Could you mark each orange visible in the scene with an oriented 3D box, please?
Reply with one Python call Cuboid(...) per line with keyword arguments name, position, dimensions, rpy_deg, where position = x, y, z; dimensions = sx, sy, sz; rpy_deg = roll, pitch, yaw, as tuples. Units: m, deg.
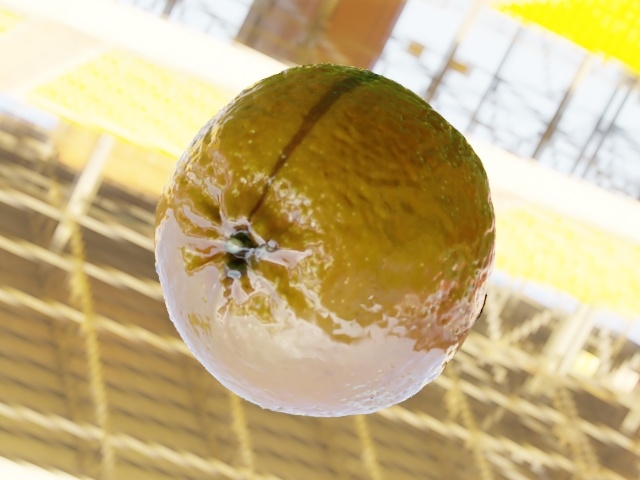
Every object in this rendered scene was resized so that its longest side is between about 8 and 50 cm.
Cuboid(name="orange", position=(0.000, 0.000, 1.055), dimensions=(0.193, 0.193, 0.161), rpy_deg=(32, -175, 17))
